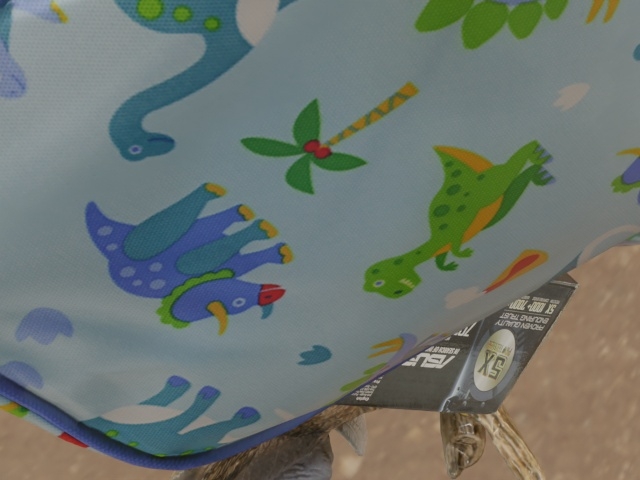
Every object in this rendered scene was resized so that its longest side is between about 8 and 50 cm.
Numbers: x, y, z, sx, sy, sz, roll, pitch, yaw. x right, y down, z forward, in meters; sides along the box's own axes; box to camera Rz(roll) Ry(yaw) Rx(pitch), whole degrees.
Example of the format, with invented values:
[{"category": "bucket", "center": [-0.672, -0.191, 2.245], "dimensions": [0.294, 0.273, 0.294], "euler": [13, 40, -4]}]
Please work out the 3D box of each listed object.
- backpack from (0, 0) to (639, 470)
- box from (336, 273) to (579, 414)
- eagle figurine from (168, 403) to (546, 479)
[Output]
[{"category": "backpack", "center": [0.007, -0.105, 0.504], "dimensions": [0.356, 0.290, 0.273], "euler": [-18, 61, 19]}, {"category": "box", "center": [0.000, 0.000, 0.846], "dimensions": [0.147, 0.180, 0.077], "euler": [44, 112, 35]}, {"category": "eagle figurine", "center": [-0.037, 0.087, 1.153], "dimensions": [0.298, 0.226, 0.225], "euler": [-15, 123, -22]}]
